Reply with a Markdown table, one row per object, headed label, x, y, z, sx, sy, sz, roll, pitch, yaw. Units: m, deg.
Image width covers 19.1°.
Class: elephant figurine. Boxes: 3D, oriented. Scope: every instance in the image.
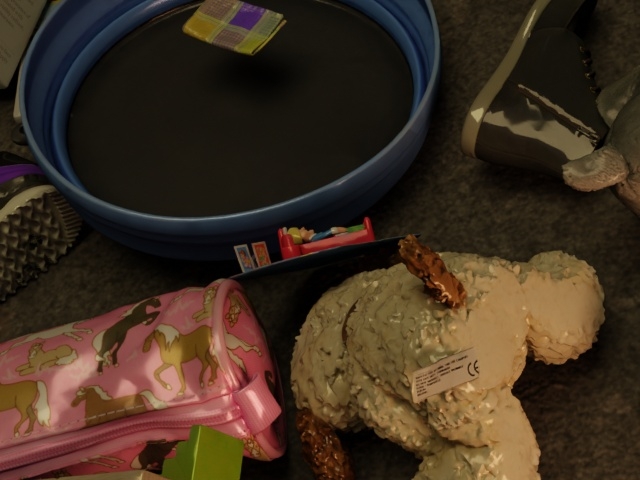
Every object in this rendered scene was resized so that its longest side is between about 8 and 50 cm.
| label | x | y | z | sx | sy | sz | roll | pitch | yaw |
| --- | --- | --- | --- | --- | --- | --- | --- | --- | --- |
| elephant figurine | 0.309 | -0.119 | 1.564 | 0.169 | 0.186 | 0.239 | -22 | 46 | 27 |

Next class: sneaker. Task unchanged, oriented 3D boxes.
| label | x | y | z | sx | sy | sz | roll | pitch | yaw |
| --- | --- | --- | --- | --- | --- | --- | --- | --- | --- |
| sneaker | -0.375 | 0.014 | 1.778 | 0.293 | 0.102 | 0.146 | -32 | 49 | -13 |
| sneaker | 0.222 | -0.138 | 1.672 | 0.118 | 0.083 | 0.222 | 23 | 62 | 18 |

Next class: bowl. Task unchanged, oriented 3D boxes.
| label | x | y | z | sx | sy | sz | roll | pitch | yaw |
| --- | --- | --- | --- | --- | --- | --- | --- | --- | --- |
| bowl | -0.079 | -0.141 | 1.748 | 0.391 | 0.077 | 0.391 | -5 | 49 | 6 |

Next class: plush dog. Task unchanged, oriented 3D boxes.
| label | x | y | z | sx | sy | sz | roll | pitch | yaw |
| --- | --- | --- | --- | --- | --- | --- | --- | --- | --- |
| plush dog | 0.065 | 0.088 | 1.499 | 0.225 | 0.210 | 0.262 | -13 | 43 | 48 |

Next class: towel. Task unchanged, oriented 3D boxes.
| label | x | y | z | sx | sy | sz | roll | pitch | yaw |
| --- | --- | --- | --- | --- | --- | --- | --- | --- | --- |
| towel | -0.080 | -0.199 | 1.740 | 0.083 | 0.009 | 0.060 | 24 | 57 | 27 |

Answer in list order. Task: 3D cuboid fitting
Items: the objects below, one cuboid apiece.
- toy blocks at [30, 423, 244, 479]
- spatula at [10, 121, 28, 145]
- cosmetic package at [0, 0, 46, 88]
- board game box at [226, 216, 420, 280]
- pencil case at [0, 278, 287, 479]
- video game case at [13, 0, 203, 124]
| label | x | y | z | sx | sy | sz | roll | pitch | yaw |
| --- | --- | --- | --- | --- | --- | --- | --- | --- | --- |
| toy blocks | -0.208 | 0.329 | 1.415 | 0.261 | 0.191 | 0.381 | -11 | 63 | 42 |
| spatula | -0.155 | -0.120 | 1.820 | 0.296 | 0.030 | 0.084 | -5 | 52 | 8 |
| cosmetic package | -0.384 | -0.266 | 1.940 | 0.151 | 0.151 | 0.183 | -1 | 56 | 34 |
| board game box | 0.000 | 0.000 | 1.590 | 0.133 | 0.169 | 0.033 | -18 | 84 | 43 |
| pencil case | -0.217 | 0.147 | 1.568 | 0.386 | 0.160 | 0.167 | -16 | 60 | 9 |
| video game case | -0.196 | -0.218 | 1.928 | 0.227 | 0.026 | 0.206 | -12 | 51 | 15 |
